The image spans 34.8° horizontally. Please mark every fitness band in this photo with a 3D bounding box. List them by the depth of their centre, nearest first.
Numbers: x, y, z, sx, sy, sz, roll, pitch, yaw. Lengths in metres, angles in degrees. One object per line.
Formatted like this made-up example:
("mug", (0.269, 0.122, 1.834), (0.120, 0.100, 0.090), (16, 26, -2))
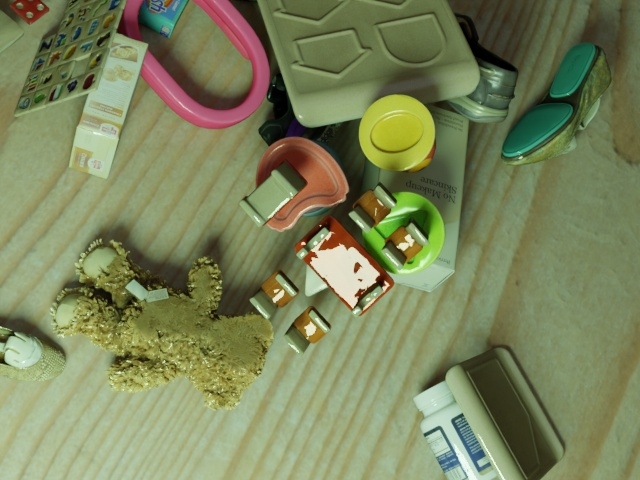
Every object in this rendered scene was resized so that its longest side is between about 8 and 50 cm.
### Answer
("fitness band", (-0.214, -0.327, 1.753), (0.291, 0.054, 0.209), (48, 62, -11))

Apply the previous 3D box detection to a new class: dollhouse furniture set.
("dollhouse furniture set", (0.000, 0.000, 1.573), (0.262, 0.135, 0.259), (-42, 92, 10))

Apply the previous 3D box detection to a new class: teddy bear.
("teddy bear", (-0.243, 0.130, 1.563), (0.338, 0.113, 0.245), (10, 59, -7))

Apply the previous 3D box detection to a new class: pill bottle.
("pill bottle", (0.219, 0.314, 1.646), (0.094, 0.094, 0.169), (-22, 77, -27))

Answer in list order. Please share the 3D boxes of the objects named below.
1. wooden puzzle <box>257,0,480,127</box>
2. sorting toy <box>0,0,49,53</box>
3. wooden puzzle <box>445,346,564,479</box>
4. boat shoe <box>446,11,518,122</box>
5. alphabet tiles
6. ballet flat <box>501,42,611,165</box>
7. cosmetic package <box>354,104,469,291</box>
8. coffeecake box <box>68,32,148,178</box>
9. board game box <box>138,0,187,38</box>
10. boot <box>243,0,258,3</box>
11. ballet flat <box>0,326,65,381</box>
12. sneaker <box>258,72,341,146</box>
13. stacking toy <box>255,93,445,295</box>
("wooden puzzle", (0.072, -0.360, 1.773), (0.322, 0.080, 0.347), (-13, 63, -8))
("sorting toy", (-0.573, -0.340, 1.665), (0.132, 0.046, 0.274), (40, 61, 0))
("wooden puzzle", (0.299, 0.291, 1.667), (0.239, 0.044, 0.221), (-8, 66, -60))
("boat shoe", (0.231, -0.360, 1.872), (0.355, 0.130, 0.132), (44, 34, 23))
("alphabet tiles", (-0.398, -0.318, 1.651), (0.009, 0.198, 0.237), (38, 53, -42))
("ballet flat", (0.469, -0.238, 1.973), (0.123, 0.123, 0.348), (37, 63, -2))
("cosmetic package", (0.158, -0.084, 1.785), (0.160, 0.113, 0.309), (15, 63, -14))
("coffeecake box", (-0.342, -0.216, 1.640), (0.068, 0.142, 0.185), (17, 63, -12))
("board game box", (-0.328, -0.475, 1.810), (0.210, 0.047, 0.160), (26, 62, -10))
("boot", (-0.058, -0.563, 1.925), (0.236, 0.089, 0.269), (14, 63, -14))
("ballet flat", (-0.471, 0.154, 1.479), (0.206, 0.067, 0.073), (15, 63, -14))
("sneaker", (-0.012, -0.265, 1.805), (0.146, 0.102, 0.293), (33, 61, -4))
("stacking toy", (0.067, -0.066, 1.669), (0.309, 0.130, 0.279), (-17, 86, 14))
